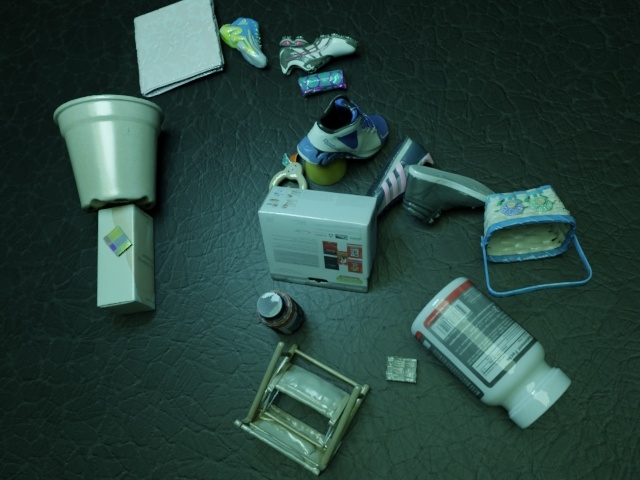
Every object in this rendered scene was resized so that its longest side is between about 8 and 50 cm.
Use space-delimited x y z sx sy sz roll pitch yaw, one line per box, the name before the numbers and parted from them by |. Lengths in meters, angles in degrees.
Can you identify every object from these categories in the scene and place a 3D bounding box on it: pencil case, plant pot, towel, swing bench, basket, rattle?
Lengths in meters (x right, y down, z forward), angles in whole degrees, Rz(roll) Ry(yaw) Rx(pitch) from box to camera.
pencil case | 0.008 -0.517 1.865 0.152 0.064 0.070 -9 54 9
plant pot | 0.009 -0.248 1.758 0.135 0.095 0.134 -3 72 11
towel | -0.509 -0.699 2.023 0.317 0.053 0.331 -15 70 10
plant pot | -0.649 -0.248 1.791 0.334 0.334 0.305 -10 81 8
swing bench | -0.044 0.441 1.508 0.253 0.165 0.254 26 84 17
basket | 0.548 0.007 1.509 0.255 0.201 0.288 -10 61 7
towel | -0.604 0.000 1.690 0.060 0.009 0.083 -43 71 -6
rattle | -0.109 -0.207 1.750 0.130 0.143 0.199 6 79 32

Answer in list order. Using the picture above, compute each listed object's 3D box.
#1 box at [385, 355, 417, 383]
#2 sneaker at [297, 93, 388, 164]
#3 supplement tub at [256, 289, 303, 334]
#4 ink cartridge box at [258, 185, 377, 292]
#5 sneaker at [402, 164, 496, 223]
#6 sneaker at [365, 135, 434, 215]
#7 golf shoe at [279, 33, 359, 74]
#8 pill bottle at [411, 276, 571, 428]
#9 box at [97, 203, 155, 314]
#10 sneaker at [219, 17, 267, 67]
box | 0.223 0.354 1.556 0.084 0.018 0.067 2 72 12
sneaker | 0.095 -0.333 1.662 0.316 0.182 0.127 -20 66 -35
supplement tub | -0.116 0.198 1.580 0.106 0.198 0.105 -4 70 11
ink cartridge box | 0.000 0.000 1.635 0.310 0.271 0.130 8 43 13
sneaker | 0.371 -0.112 1.649 0.296 0.104 0.146 15 117 -9
sneaker | 0.221 -0.146 1.683 0.131 0.112 0.318 32 91 -10
golf shoe | -0.004 -0.617 1.895 0.273 0.105 0.120 2 88 18
pill bottle | 0.426 0.283 1.439 0.210 0.210 0.363 -44 70 -5
box | -0.598 0.061 1.751 0.121 0.148 0.310 -10 72 7
sneaker | -0.240 -0.699 1.961 0.126 0.091 0.240 -44 69 -6
